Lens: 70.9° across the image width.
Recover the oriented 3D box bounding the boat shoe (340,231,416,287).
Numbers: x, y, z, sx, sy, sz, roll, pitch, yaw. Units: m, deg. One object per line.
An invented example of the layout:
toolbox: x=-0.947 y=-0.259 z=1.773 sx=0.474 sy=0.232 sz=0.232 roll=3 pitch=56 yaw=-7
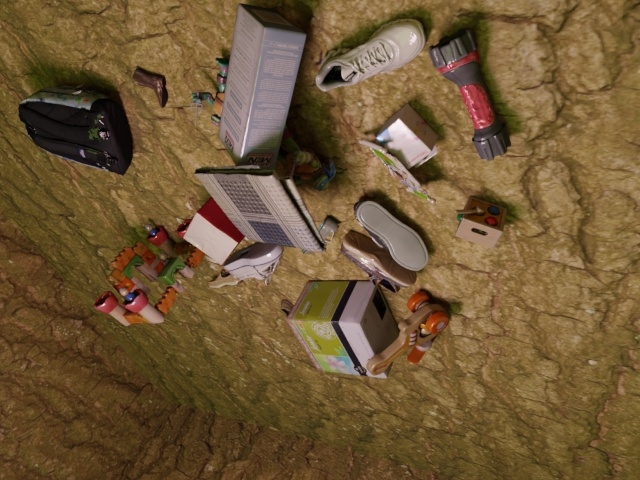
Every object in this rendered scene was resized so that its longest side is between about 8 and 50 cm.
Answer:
boat shoe: x=0.196 y=0.076 z=1.557 sx=0.285 sy=0.102 sz=0.092 roll=31 pitch=143 yaw=6

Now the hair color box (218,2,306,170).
hair color box: x=-0.166 y=-0.391 z=1.185 sx=0.185 sy=0.114 sz=0.374 roll=55 pitch=139 yaw=39

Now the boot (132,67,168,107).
boot: x=-0.561 y=-0.500 z=1.478 sx=0.114 sy=0.037 sz=0.106 roll=18 pitch=124 yaw=9

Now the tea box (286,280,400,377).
tea box: x=0.099 y=0.347 z=1.778 sx=0.324 sy=0.219 sz=0.328 roll=-4 pitch=128 yaw=33

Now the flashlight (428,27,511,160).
flashlight: x=0.358 y=-0.332 z=1.057 sx=0.103 sy=0.103 sz=0.303 roll=-28 pitch=112 yaw=7

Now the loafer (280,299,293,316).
loafer: x=-0.125 y=0.330 z=2.016 sx=0.148 sy=0.050 sz=0.056 roll=41 pitch=137 yaw=-11

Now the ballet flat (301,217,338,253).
ballet flat: x=0.000 y=0.000 z=1.614 sx=0.068 sy=0.072 sz=0.213 roll=31 pitch=138 yaw=-6

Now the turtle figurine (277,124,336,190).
turtle figurine: x=-0.116 y=-0.228 z=1.339 sx=0.266 sy=0.275 sz=0.198 roll=52 pitch=174 yaw=9

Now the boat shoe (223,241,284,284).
boat shoe: x=-0.241 y=0.105 z=1.805 sx=0.367 sy=0.135 sz=0.156 roll=-20 pitch=118 yaw=44

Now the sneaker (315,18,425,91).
sneaker: x=0.115 y=-0.437 z=1.095 sx=0.292 sy=0.118 sz=0.110 roll=-12 pitch=121 yaw=36

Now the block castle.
block castle: x=-0.695 y=0.117 z=1.847 sx=0.303 sy=0.453 sz=0.212 roll=-8 pitch=133 yaw=36

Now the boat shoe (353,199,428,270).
boat shoe: x=0.228 y=-0.023 z=1.450 sx=0.114 sy=0.091 sz=0.302 roll=-43 pitch=106 yaw=2

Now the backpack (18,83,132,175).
backpack: x=-0.876 y=-0.413 z=1.610 sx=0.356 sy=0.273 sz=0.290 roll=2 pitch=137 yaw=-1

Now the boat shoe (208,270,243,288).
boat shoe: x=-0.438 y=0.169 z=2.041 sx=0.190 sy=0.068 sz=0.072 roll=-12 pitch=111 yaw=26

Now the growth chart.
growth chart: x=0.212 y=-0.199 z=1.262 sx=0.237 sy=0.021 sz=0.172 roll=41 pitch=-178 yaw=-22

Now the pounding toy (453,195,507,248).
pounding toy: x=0.439 y=-0.061 z=1.258 sx=0.141 sy=0.130 sz=0.100 roll=21 pitch=137 yaw=11

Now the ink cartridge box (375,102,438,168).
ink cartridge box: x=0.238 y=-0.271 z=1.201 sx=0.143 sy=0.089 sz=0.092 roll=42 pitch=137 yaw=-14

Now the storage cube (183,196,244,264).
storage cube: x=-0.362 y=-0.059 z=1.673 sx=0.184 sy=0.193 sz=0.215 roll=38 pitch=137 yaw=-8

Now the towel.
towel: x=-0.165 y=-0.095 z=1.279 sx=0.313 sy=0.056 sz=0.324 roll=8 pitch=146 yaw=35

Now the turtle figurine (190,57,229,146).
turtle figurine: x=-0.296 y=-0.413 z=1.352 sx=0.176 sy=0.118 sz=0.234 roll=23 pitch=124 yaw=-13

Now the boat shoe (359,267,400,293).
boat shoe: x=0.211 y=0.126 z=1.615 sx=0.183 sy=0.066 sz=0.066 roll=28 pitch=138 yaw=2

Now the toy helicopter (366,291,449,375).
toy helicopter: x=0.319 y=0.368 z=1.634 sx=0.140 sy=0.355 sz=0.235 roll=50 pitch=179 yaw=44
